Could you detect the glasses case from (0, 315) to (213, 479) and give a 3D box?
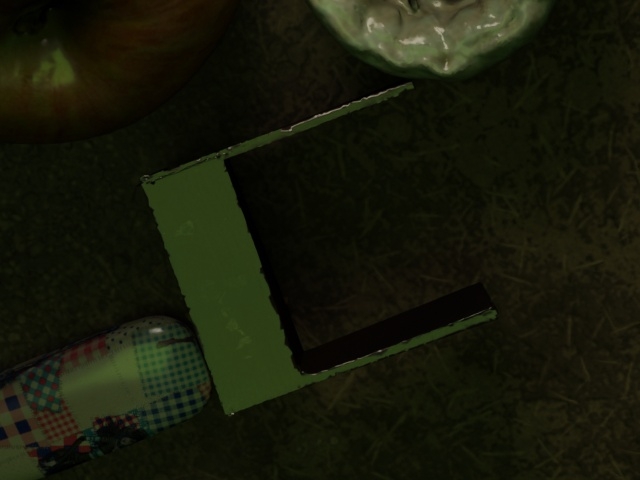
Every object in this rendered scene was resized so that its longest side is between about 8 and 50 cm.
[{"bbox_3d":[-0.275,0.181,1.877,0.327,0.076,0.125,-22,107,12],"label":"glasses case"}]

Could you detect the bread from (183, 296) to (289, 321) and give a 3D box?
[{"bbox_3d":[-0.096,0.073,1.833,0.110,0.060,0.066,19,94,-2],"label":"bread"}]

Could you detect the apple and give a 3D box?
[{"bbox_3d":[-0.260,-0.295,1.575,0.400,0.334,0.400,-6,141,-5],"label":"apple"}]

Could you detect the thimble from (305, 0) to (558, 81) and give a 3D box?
[{"bbox_3d":[0.107,-0.303,1.617,0.291,0.195,0.292,2,105,8],"label":"thimble"}]

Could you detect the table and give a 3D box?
[{"bbox_3d":[0.000,0.000,1.699,0.282,0.196,0.251,-21,93,3],"label":"table"}]
